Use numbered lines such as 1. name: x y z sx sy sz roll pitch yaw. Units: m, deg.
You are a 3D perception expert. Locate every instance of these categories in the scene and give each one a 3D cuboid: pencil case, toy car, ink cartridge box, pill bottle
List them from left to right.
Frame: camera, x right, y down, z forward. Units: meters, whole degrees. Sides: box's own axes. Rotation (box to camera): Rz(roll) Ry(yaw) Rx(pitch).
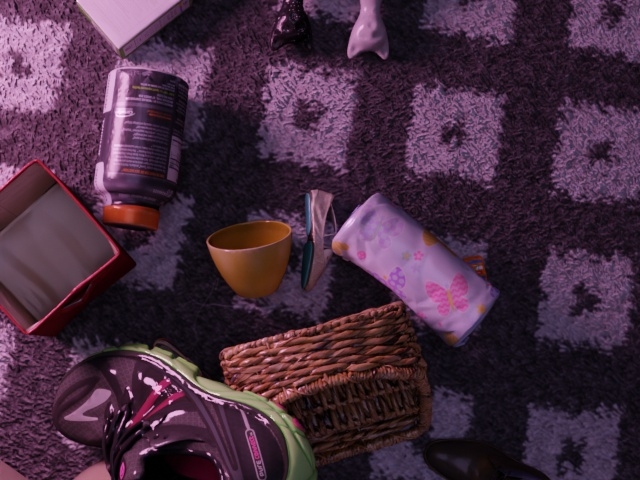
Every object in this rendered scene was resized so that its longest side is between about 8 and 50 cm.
1. pill bottle: -0.285 -0.139 1.529 0.130 0.130 0.246 7 82 -3
2. ink cartridge box: -0.283 -0.409 1.595 0.209 0.062 0.109 -41 87 -7
3. pencil case: 0.147 0.046 1.527 0.273 0.113 0.124 39 101 5
4. toy car: 0.218 0.047 1.585 0.122 0.040 0.060 8 83 -3

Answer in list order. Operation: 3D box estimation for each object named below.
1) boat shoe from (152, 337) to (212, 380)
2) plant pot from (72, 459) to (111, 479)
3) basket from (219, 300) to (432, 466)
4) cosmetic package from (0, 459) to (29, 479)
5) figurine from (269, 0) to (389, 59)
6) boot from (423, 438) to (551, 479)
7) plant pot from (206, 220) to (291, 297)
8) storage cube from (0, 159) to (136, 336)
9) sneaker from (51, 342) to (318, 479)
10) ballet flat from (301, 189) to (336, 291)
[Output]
1. boat shoe: -0.216 0.210 1.538 0.049 0.043 0.137 -42 89 -9
2. plant pot: -0.285 0.467 1.430 0.284 0.191 0.284 1 83 -4
3. basket: 0.015 0.234 1.463 0.299 0.213 0.223 -14 84 -5
4. cosmetic package: -0.566 0.352 1.442 0.309 0.160 0.113 36 82 0
5. figurine: 0.026 -0.408 1.611 0.215 0.092 0.209 6 91 -4
6. boot: 0.273 0.364 1.518 0.219 0.106 0.082 18 82 -2
7. plant pot: -0.106 0.035 1.532 0.134 0.134 0.095 -9 109 -5
8. storage cube: -0.418 0.017 1.472 0.183 0.193 0.215 -42 87 -7
9. sneaker: -0.233 0.279 1.357 0.202 0.482 0.185 -35 122 -43
10. ballet flat: 0.000 0.000 1.571 0.052 0.057 0.168 5 83 -13
